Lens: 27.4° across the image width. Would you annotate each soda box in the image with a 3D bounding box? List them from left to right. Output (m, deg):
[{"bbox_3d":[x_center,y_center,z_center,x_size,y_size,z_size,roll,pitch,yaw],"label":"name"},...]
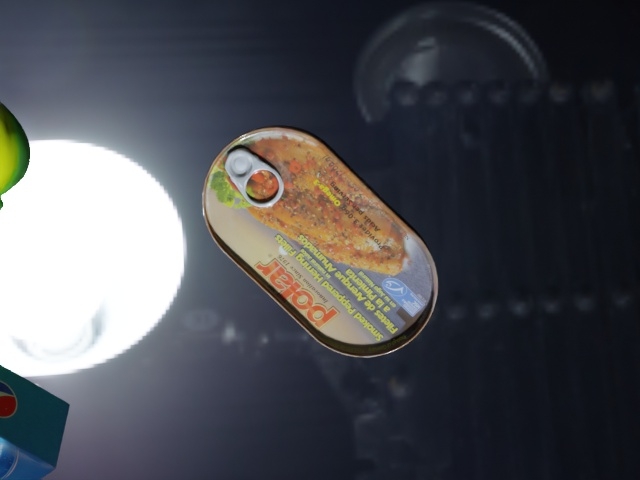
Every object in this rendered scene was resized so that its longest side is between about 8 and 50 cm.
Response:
[{"bbox_3d":[-0.312,0.125,1.066,0.067,0.210,0.071,-37,-148,31],"label":"soda box"}]

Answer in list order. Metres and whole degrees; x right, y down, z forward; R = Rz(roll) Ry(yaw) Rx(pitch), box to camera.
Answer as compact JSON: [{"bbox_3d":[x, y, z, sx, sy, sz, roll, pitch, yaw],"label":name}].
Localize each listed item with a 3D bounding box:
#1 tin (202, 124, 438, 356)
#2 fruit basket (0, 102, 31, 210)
[{"bbox_3d":[0.000,0.000,0.934,0.189,0.106,0.040,45,6,-5],"label":"tin"},{"bbox_3d":[-0.377,-0.179,0.996,0.392,0.392,0.283,-114,-139,-56],"label":"fruit basket"}]
